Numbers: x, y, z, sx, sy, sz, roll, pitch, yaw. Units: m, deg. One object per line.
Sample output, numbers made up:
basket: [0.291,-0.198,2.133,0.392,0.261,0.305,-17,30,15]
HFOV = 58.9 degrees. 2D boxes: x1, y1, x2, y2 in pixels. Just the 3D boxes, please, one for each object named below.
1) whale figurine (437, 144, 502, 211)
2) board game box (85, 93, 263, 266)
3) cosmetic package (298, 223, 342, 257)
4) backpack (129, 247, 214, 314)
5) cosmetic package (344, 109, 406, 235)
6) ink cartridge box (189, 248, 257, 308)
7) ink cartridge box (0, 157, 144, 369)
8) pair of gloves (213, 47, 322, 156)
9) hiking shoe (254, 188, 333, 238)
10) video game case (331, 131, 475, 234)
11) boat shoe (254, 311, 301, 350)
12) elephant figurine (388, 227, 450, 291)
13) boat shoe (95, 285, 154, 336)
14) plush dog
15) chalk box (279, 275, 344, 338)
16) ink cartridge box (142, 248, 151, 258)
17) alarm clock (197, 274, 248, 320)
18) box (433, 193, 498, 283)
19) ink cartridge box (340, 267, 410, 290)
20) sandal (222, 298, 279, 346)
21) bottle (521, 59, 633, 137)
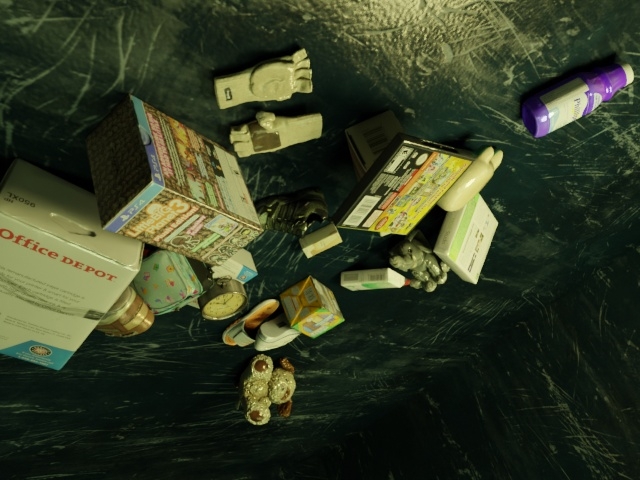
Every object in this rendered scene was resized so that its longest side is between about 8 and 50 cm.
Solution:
whale figurine: [0.400,-0.196,1.584,0.272,0.141,0.216,-32,158,-39]
board game box: [-0.286,-0.108,1.127,0.141,0.232,0.291,-37,145,20]
cosmetic package: [0.000,0.000,1.655,0.115,0.041,0.060,-26,148,3]
backpack: [-0.386,0.097,1.414,0.188,0.166,0.144,-29,-177,24]
cosmetic package: [0.164,-0.160,1.430,0.129,0.153,0.296,-23,147,0]
ink cartridge box: [-0.299,0.092,1.548,0.203,0.086,0.148,-34,147,14]
ink cartridge box: [-0.583,0.067,1.177,0.285,0.166,0.395,28,123,-29]
pair of gloves: [-0.104,-0.276,1.182,0.204,0.042,0.240,-18,146,-4]
hiking shoe: [-0.083,-0.055,1.450,0.226,0.114,0.086,-19,147,-8]
video game case: [0.193,-0.121,1.333,0.248,0.035,0.275,6,136,-38]
boat shoe: [-0.133,0.309,1.927,0.258,0.095,0.084,-5,132,-53]
elephant figurine: [0.299,0.045,1.832,0.239,0.186,0.170,35,81,-27]
boat shoe: [-0.488,0.184,1.368,0.116,0.123,0.324,43,157,-20]
plush dog: [-0.205,0.579,2.240,0.225,0.263,0.210,8,170,-27]
chalk box: [-0.019,0.232,1.898,0.132,0.133,0.213,-32,146,11]
ink cartridge box: [-0.556,0.078,1.389,0.232,0.066,0.189,19,128,-43]
alarm clock: [-0.259,0.144,1.507,0.129,0.064,0.192,-11,149,-21]
box: [0.470,-0.015,1.812,0.322,0.058,0.233,36,74,-55]
ink cartridge box: [0.200,0.150,1.928,0.180,0.056,0.224,-7,157,32]
sandal: [-0.231,0.294,1.899,0.101,0.076,0.265,16,131,-46]
bottle: [0.679,-0.381,1.501,0.282,0.092,0.118,-26,147,3]
